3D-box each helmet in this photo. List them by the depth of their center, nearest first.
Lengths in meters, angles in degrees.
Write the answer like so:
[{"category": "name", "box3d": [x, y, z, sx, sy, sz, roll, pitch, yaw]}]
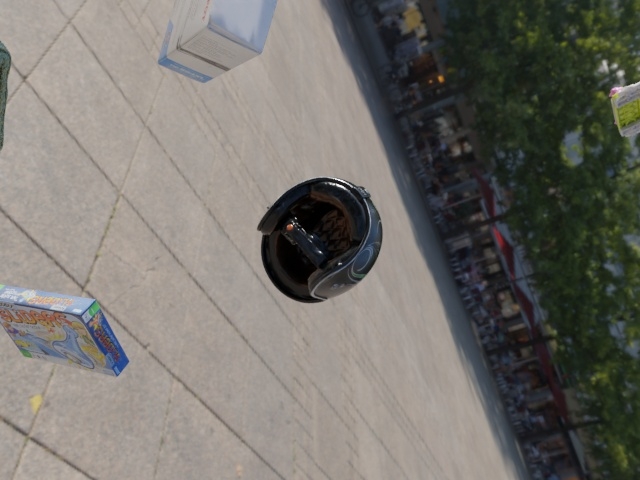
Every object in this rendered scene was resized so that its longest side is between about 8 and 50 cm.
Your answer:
[{"category": "helmet", "box3d": [0.000, 0.000, 0.777, 0.161, 0.169, 0.169, 84, -11, -76]}]

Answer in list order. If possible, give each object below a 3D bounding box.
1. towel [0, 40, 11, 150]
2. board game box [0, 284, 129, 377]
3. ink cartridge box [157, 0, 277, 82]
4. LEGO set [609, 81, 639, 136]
[{"category": "towel", "box3d": [-0.369, -0.169, 0.626, 0.027, 0.148, 0.110, -22, 60, -44]}, {"category": "board game box", "box3d": [-0.407, 0.138, 0.898, 0.035, 0.201, 0.136, -59, 145, -45]}, {"category": "ink cartridge box", "box3d": [-0.143, -0.322, 0.824, 0.086, 0.203, 0.148, 19, 82, -33]}, {"category": "LEGO set", "box3d": [0.360, -0.086, 0.552, 0.287, 0.107, 0.132, 48, 26, -35]}]
